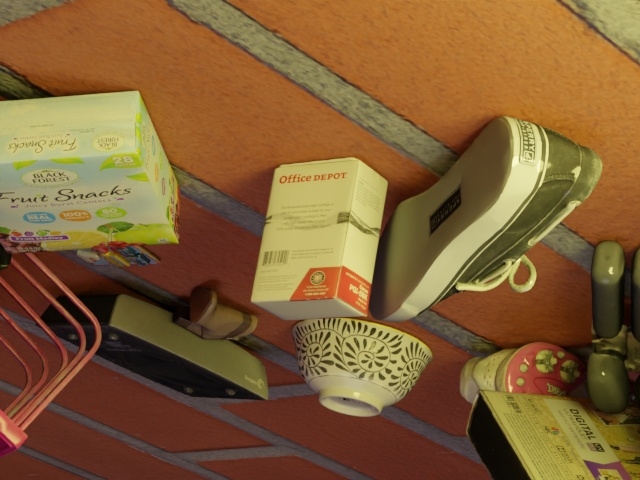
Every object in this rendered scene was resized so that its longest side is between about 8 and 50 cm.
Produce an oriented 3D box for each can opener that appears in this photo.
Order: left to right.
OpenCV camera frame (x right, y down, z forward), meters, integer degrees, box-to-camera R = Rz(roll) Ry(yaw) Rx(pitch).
[{"bbox_3d":[0.302,0.096,1.740,0.076,0.095,0.283,6,158,13],"label":"can opener"}]

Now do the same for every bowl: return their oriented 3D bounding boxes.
[{"bbox_3d":[0.041,0.157,2.052,0.170,0.080,0.170,11,159,4],"label":"bowl"}]

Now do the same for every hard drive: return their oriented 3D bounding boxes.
[{"bbox_3d":[-0.196,0.128,2.121,0.255,0.054,0.172,30,159,-37],"label":"hard drive"}]

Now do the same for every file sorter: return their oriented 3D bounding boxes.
[{"bbox_3d":[-0.402,0.126,2.015,0.202,0.182,0.291,46,151,-9],"label":"file sorter"}]

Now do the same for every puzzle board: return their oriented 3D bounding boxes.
[{"bbox_3d":[-0.248,0.002,1.911,0.096,0.011,0.128,-3,154,33],"label":"puzzle board"}]

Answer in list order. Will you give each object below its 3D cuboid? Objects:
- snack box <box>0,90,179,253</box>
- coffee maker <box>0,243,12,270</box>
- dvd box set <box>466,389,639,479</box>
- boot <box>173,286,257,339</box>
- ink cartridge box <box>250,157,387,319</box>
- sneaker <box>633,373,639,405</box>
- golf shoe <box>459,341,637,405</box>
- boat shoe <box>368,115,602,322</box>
[{"bbox_3d":[-0.233,-0.059,1.632,0.174,0.070,0.207,-4,156,6],"label":"snack box"},{"bbox_3d":[-0.421,0.001,1.796,0.178,0.171,0.120,-6,111,12],"label":"coffee maker"},{"bbox_3d":[0.391,0.269,1.809,0.420,0.062,0.307,6,-154,-19],"label":"dvd box set"},{"bbox_3d":[-0.113,0.086,2.020,0.087,0.042,0.118,14,160,-24],"label":"boot"},{"bbox_3d":[0.000,0.000,1.607,0.099,0.135,0.056,-4,157,36],"label":"ink cartridge box"},{"bbox_3d":[0.449,0.154,1.844,0.234,0.078,0.106,7,152,9],"label":"sneaker"},{"bbox_3d":[0.287,0.203,2.023,0.306,0.115,0.140,36,158,-31],"label":"golf shoe"},{"bbox_3d":[0.140,-0.008,1.552,0.105,0.113,0.306,13,144,-20],"label":"boat shoe"}]
